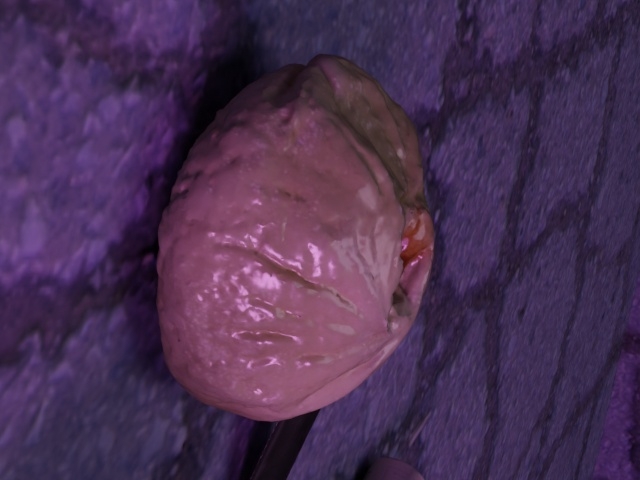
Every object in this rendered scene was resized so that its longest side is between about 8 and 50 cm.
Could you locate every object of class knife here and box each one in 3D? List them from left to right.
[{"bbox_3d":[-0.009,0.112,0.844,0.072,0.019,0.245,-12,129,-66],"label":"knife"}]

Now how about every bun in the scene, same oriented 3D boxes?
[{"bbox_3d":[0.000,0.000,0.717,0.220,0.134,0.220,17,90,-72],"label":"bun"}]

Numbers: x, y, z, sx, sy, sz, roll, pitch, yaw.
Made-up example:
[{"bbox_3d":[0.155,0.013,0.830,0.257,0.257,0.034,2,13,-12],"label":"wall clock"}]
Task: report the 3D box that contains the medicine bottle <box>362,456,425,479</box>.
[{"bbox_3d":[0.023,0.289,1.037,0.231,0.059,0.059,-55,150,-40],"label":"medicine bottle"}]
